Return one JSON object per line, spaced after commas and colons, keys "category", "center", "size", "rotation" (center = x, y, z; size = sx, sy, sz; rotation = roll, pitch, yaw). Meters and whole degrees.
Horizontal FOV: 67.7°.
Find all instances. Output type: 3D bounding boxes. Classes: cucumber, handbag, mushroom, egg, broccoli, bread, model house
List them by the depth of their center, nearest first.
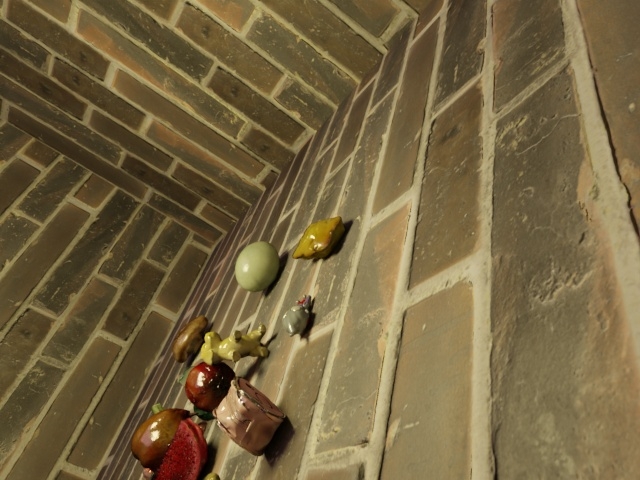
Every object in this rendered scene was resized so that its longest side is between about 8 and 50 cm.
{"category": "handbag", "center": [-0.189, 0.460, 1.263], "size": [0.116, 0.179, 0.205], "rotation": [-53, 17, -8]}
{"category": "bread", "center": [0.000, 0.000, 1.711], "size": [0.233, 0.088, 0.160], "rotation": [-19, 46, 60]}
{"category": "cucumber", "center": [-0.449, 0.638, 1.857], "size": [0.244, 0.063, 0.115], "rotation": [-39, 24, 49]}
{"category": "broccoli", "center": [-0.594, 0.728, 1.870], "size": [0.118, 0.204, 0.122], "rotation": [-30, 5, -24]}
{"category": "egg", "center": [-0.273, 0.111, 2.085], "size": [0.186, 0.187, 0.253], "rotation": [-38, 28, 47]}
{"category": "model house", "center": [-0.622, 0.647, 2.268], "size": [0.100, 0.088, 0.100], "rotation": [-21, 35, 61]}
{"category": "mushroom", "center": [-0.711, 0.536, 2.605], "size": [0.278, 0.146, 0.278], "rotation": [-60, -5, -9]}

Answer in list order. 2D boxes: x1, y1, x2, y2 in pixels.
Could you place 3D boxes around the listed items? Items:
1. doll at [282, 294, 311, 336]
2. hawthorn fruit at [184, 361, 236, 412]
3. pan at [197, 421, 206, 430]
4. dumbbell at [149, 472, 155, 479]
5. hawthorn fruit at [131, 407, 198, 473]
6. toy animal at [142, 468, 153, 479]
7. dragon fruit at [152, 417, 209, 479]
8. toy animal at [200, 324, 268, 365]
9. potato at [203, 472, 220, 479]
{"category": "doll", "center": [-0.072, 0.241, 1.503], "size": [0.102, 0.075, 0.227], "rotation": [-40, 10, 20]}
{"category": "hawthorn fruit", "center": [-0.408, 0.525, 1.703], "size": [0.235, 0.181, 0.181], "rotation": [-27, 33, 39]}
{"category": "pan", "center": [-0.456, 0.723, 1.779], "size": [0.068, 0.023, 0.115], "rotation": [-49, 18, 21]}
{"category": "dumbbell", "center": [-0.572, 0.881, 1.722], "size": [0.081, 0.082, 0.254], "rotation": [-64, 18, -20]}
{"category": "hawthorn fruit", "center": [-0.551, 0.716, 1.743], "size": [0.248, 0.208, 0.208], "rotation": [-48, 13, -22]}
{"category": "toy animal", "center": [-0.653, 0.944, 1.856], "size": [0.103, 0.100, 0.208], "rotation": [5, 52, 26]}
{"category": "dragon fruit", "center": [-0.441, 0.722, 1.557], "size": [0.189, 0.163, 0.261], "rotation": [29, 89, 44]}
{"category": "toy animal", "center": [-0.293, 0.363, 1.653], "size": [0.169, 0.233, 0.121], "rotation": [-37, 61, 58]}
{"category": "potato", "center": [-0.318, 0.714, 1.334], "size": [0.138, 0.070, 0.091], "rotation": [-49, 17, 20]}
